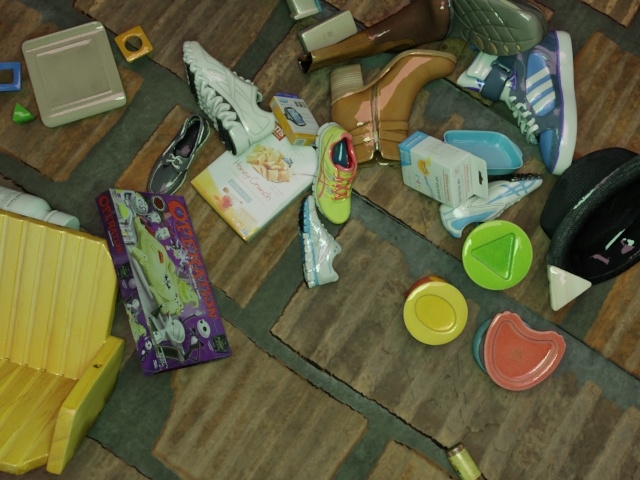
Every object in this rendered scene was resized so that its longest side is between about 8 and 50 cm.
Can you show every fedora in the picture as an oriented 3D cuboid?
[{"bbox_3d":[0.561,-0.068,1.366,0.334,0.334,0.152,-24,43,-7],"label":"fedora"}]

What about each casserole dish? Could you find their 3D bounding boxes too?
[{"bbox_3d":[0.333,-0.179,1.429,0.188,0.037,0.114,-3,52,-22],"label":"casserole dish"}]

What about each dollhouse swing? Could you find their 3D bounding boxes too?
[{"bbox_3d":[-0.552,0.166,1.208,0.346,0.315,0.305,16,121,2],"label":"dollhouse swing"}]

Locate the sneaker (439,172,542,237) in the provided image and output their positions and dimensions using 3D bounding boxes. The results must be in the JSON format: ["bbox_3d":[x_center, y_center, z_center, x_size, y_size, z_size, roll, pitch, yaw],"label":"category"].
[{"bbox_3d":[0.357,-0.079,1.426,0.237,0.085,0.086,-24,106,-11],"label":"sneaker"}]

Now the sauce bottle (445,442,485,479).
[{"bbox_3d":[0.290,0.453,1.315,0.042,0.042,0.128,-30,78,-8],"label":"sauce bottle"}]

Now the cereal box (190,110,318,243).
[{"bbox_3d":[-0.124,-0.134,1.432,0.240,0.047,0.173,-43,83,-10],"label":"cereal box"}]

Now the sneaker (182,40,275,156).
[{"bbox_3d":[-0.197,-0.309,1.432,0.118,0.110,0.292,-28,69,-14],"label":"sneaker"}]

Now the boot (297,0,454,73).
[{"bbox_3d":[0.104,-0.418,1.384,0.280,0.264,0.096,-18,103,-15],"label":"boot"}]

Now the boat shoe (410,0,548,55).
[{"bbox_3d":[0.333,-0.480,1.404,0.130,0.132,0.355,-37,41,-14],"label":"boat shoe"}]

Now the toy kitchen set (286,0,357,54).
[{"bbox_3d":[-0.033,-0.538,1.520,0.122,0.166,0.207,-28,116,-7],"label":"toy kitchen set"}]

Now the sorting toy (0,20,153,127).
[{"bbox_3d":[-0.524,-0.354,1.472,0.347,0.047,0.196,-18,83,-5],"label":"sorting toy"}]

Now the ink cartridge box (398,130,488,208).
[{"bbox_3d":[0.244,-0.136,1.369,0.061,0.104,0.181,-36,45,-22],"label":"ink cartridge box"}]

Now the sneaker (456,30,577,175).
[{"bbox_3d":[0.408,-0.294,1.455,0.236,0.130,0.323,0,81,8],"label":"sneaker"}]

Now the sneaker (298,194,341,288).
[{"bbox_3d":[0.000,0.000,1.402,0.082,0.071,0.191,-6,86,-9],"label":"sneaker"}]

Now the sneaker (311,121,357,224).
[{"bbox_3d":[0.035,-0.130,1.382,0.081,0.094,0.209,-13,108,-23],"label":"sneaker"}]

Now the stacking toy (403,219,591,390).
[{"bbox_3d":[0.336,0.117,1.340,0.308,0.130,0.280,34,94,-4],"label":"stacking toy"}]

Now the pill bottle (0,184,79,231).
[{"bbox_3d":[-0.605,-0.033,1.352,0.229,0.131,0.131,17,77,2],"label":"pill bottle"}]

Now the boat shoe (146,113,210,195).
[{"bbox_3d":[-0.302,-0.177,1.427,0.075,0.065,0.206,30,78,5],"label":"boat shoe"}]

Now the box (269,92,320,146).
[{"bbox_3d":[-0.052,-0.255,1.438,0.081,0.028,0.136,-2,52,-40],"label":"box"}]

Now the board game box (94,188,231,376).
[{"bbox_3d":[-0.295,0.073,1.307,0.056,0.208,0.347,-24,78,23],"label":"board game box"}]

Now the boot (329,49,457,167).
[{"bbox_3d":[0.164,-0.274,1.440,0.283,0.109,0.220,-10,79,-3],"label":"boot"}]
